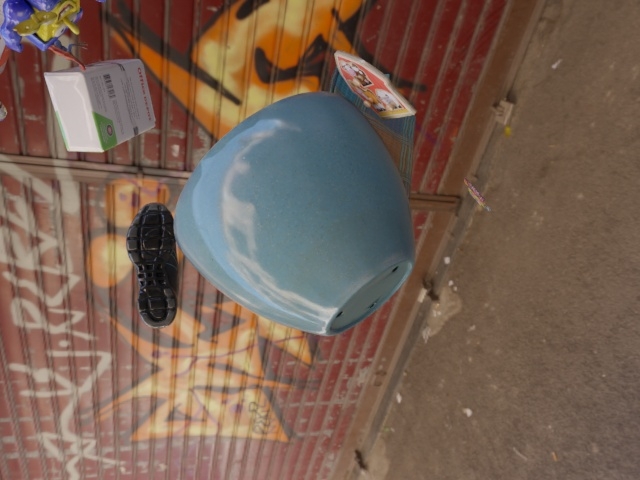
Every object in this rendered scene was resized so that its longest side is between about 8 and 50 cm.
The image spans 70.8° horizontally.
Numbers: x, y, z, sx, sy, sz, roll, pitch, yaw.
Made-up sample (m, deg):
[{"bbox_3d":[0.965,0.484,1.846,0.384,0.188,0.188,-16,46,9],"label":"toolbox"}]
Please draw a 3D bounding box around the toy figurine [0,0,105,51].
[{"bbox_3d":[-0.466,-0.443,0.757,0.217,0.191,0.362,-20,39,59],"label":"toy figurine"}]

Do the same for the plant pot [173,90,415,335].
[{"bbox_3d":[0.000,0.000,0.554,0.195,0.290,0.290,50,144,23],"label":"plant pot"}]

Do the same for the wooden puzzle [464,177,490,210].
[{"bbox_3d":[0.320,-0.092,0.925,0.083,0.006,0.049,58,-171,27],"label":"wooden puzzle"}]

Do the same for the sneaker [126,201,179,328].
[{"bbox_3d":[-0.358,0.053,0.975,0.106,0.101,0.267,165,104,-78],"label":"sneaker"}]

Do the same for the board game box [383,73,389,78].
[{"bbox_3d":[0.129,-0.401,1.435,0.336,0.079,0.253,-116,21,-66],"label":"board game box"}]

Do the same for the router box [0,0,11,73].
[{"bbox_3d":[-0.943,-0.627,1.119,0.301,0.336,0.082,-49,32,26],"label":"router box"}]

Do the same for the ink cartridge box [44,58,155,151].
[{"bbox_3d":[-0.588,-0.378,1.237,0.273,0.115,0.198,-69,-21,-60],"label":"ink cartridge box"}]

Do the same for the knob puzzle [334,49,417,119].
[{"bbox_3d":[0.097,-0.326,0.965,0.030,0.213,0.213,-50,20,0],"label":"knob puzzle"}]

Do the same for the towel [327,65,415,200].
[{"bbox_3d":[0.126,-0.280,1.114,0.040,0.271,0.370,-45,23,41],"label":"towel"}]

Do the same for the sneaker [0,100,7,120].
[{"bbox_3d":[-0.874,-0.349,1.179,0.185,0.069,0.084,21,147,50],"label":"sneaker"}]

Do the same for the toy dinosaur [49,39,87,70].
[{"bbox_3d":[-0.509,-0.367,0.892,0.082,0.090,0.047,49,142,13],"label":"toy dinosaur"}]
